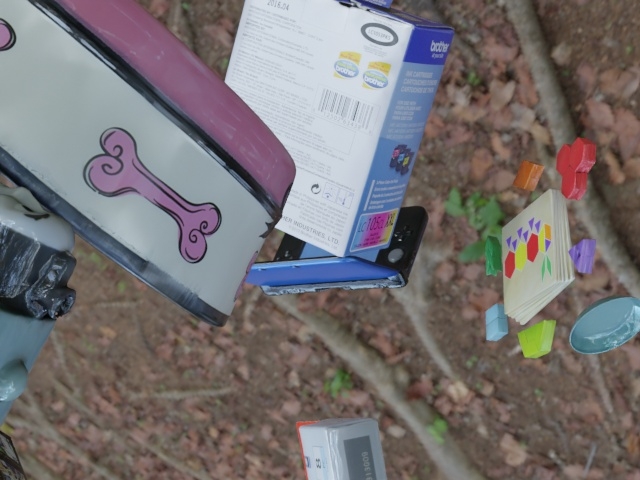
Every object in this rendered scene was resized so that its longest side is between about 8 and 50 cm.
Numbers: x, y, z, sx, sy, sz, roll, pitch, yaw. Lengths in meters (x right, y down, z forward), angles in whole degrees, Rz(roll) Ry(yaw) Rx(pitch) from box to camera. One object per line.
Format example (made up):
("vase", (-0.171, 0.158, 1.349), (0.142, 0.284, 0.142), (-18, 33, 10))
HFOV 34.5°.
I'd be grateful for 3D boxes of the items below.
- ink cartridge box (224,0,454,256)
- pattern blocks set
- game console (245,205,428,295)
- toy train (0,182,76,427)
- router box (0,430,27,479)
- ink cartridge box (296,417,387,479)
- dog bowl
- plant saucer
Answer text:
("ink cartridge box", (0.012, -0.209, 1.456), (0.270, 0.151, 0.396), (24, 109, 25))
("pattern blocks set", (0.300, 0.020, 1.428), (0.026, 0.286, 0.325), (6, 168, -12))
("game console", (0.000, 0.000, 1.747), (0.293, 0.250, 0.173), (-5, 136, 32))
("toy train", (-0.272, 0.096, 0.600), (0.190, 0.334, 0.142), (27, 178, 15))
("router box", (-0.278, 0.172, 0.769), (0.133, 0.046, 0.179), (52, 176, 39))
("ink cartridge box", (0.011, 0.439, 1.622), (0.385, 0.091, 0.308), (152, 109, -68))
("dog bowl", (-0.193, -0.111, 0.859), (0.408, 0.150, 0.408), (40, 177, 2))
("plant saucer", (0.405, 0.115, 1.461), (0.119, 0.021, 0.119), (-11, 136, -11))
